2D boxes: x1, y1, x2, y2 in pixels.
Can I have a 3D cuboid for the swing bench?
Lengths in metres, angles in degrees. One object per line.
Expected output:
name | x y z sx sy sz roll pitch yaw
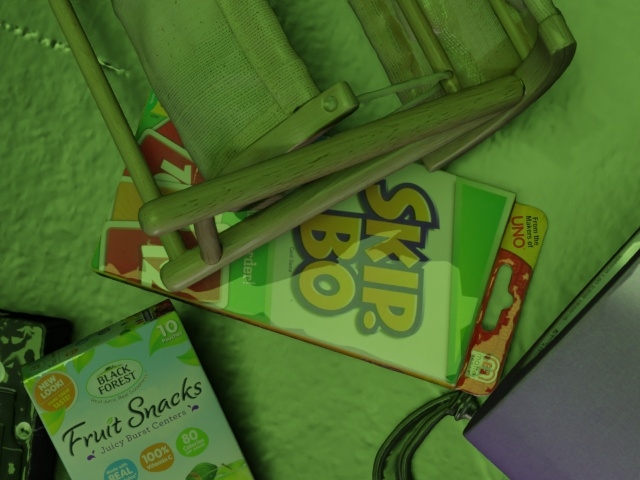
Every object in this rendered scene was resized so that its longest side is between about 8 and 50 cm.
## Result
swing bench | -0.029 -0.147 0.896 0.254 0.165 0.253 -25 79 -6

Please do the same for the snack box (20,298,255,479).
snack box | -0.107 0.120 0.957 0.100 0.037 0.141 -25 106 -8

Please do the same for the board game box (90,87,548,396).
board game box | 0.000 0.000 0.966 0.259 0.039 0.124 18 83 6

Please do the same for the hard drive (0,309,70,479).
hard drive | -0.295 0.202 1.005 0.237 0.064 0.339 7 91 9

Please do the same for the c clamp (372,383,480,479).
c clamp | 0.119 0.146 0.965 0.160 0.022 0.137 30 100 6

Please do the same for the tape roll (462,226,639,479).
tape roll | 0.197 0.030 0.821 0.090 0.275 0.275 42 96 7
